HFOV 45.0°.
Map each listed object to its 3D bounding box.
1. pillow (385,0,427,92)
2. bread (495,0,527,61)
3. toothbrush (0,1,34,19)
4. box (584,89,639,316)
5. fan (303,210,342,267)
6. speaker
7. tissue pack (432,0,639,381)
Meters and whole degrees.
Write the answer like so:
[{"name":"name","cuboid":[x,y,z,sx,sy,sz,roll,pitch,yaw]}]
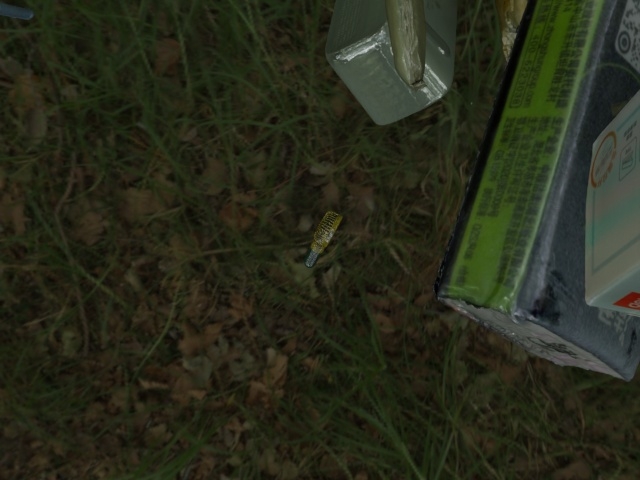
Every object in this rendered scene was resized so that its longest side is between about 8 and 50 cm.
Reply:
[{"name":"pillow","cuboid":[0.127,-0.325,1.144,0.053,0.119,0.208,-7,94,18]},{"name":"bread","cuboid":[0.429,-0.429,1.462,0.192,0.370,0.314,1,105,30]},{"name":"toothbrush","cuboid":[-0.368,-0.265,0.881,0.019,0.219,0.016,36,99,-9]},{"name":"box","cuboid":[0.233,-0.053,0.425,0.079,0.269,0.135,11,69,-1]},{"name":"fan","cuboid":[0.000,0.000,1.790,0.039,0.082,0.155,28,118,0]},{"name":"speaker","cuboid":[0.141,-0.435,1.477,0.183,0.406,0.184,-21,134,35]},{"name":"tissue pack","cuboid":[0.295,-0.070,0.845,0.124,0.288,0.394,8,76,47]}]
